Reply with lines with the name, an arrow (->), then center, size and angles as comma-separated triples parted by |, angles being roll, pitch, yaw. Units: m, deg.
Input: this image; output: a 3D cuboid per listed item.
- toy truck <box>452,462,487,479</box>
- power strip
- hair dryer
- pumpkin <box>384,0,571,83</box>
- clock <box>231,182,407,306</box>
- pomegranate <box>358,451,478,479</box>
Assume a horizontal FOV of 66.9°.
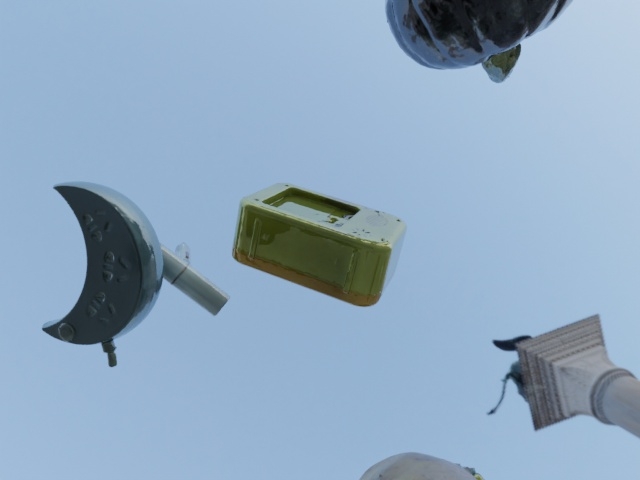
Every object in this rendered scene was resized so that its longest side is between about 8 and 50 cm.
toy truck -> 0.260, 0.455, 0.899 | 0.077, 0.111, 0.076 | 15, -121, -30
power strip -> -0.299, 0.050, 0.661 | 0.168, 0.054, 0.253 | 10, -80, 14
hair dryer -> -0.217, 0.043, 0.815 | 0.155, 0.183, 0.044 | 42, -85, -10
pumpkin -> 0.256, -0.369, 0.757 | 0.296, 0.296, 0.295 | -1, -85, -11
clock -> 0.000, 0.000, 0.637 | 0.202, 0.143, 0.096 | 18, -69, 16
pomegranate -> 0.134, 0.412, 0.610 | 0.282, 0.281, 0.280 | -1, -85, -11
